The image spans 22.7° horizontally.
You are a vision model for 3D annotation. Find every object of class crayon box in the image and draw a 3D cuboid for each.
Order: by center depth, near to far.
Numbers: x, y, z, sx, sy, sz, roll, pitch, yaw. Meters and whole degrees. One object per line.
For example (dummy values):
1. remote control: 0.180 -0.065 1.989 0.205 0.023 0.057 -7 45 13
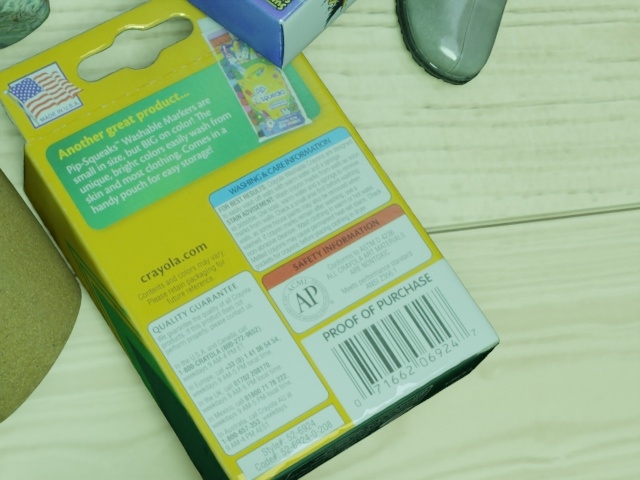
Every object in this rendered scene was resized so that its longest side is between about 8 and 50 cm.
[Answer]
1. crayon box: -0.057 -0.006 1.067 0.203 0.083 0.323 -29 77 -20

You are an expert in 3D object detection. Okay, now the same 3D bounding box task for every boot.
1. boot: 0.136 -0.247 1.165 0.083 0.161 0.247 18 75 -20

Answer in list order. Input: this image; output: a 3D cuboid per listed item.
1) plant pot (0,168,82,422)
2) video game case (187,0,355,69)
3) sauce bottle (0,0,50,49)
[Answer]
1. plant pot: -0.276 0.000 0.956 0.254 0.237 0.237 38 70 -24
2. video game case: -0.047 -0.280 1.108 0.269 0.061 0.244 38 67 17
3. sauce bottle: -0.276 -0.293 1.052 0.111 0.111 0.344 -16 85 -22
